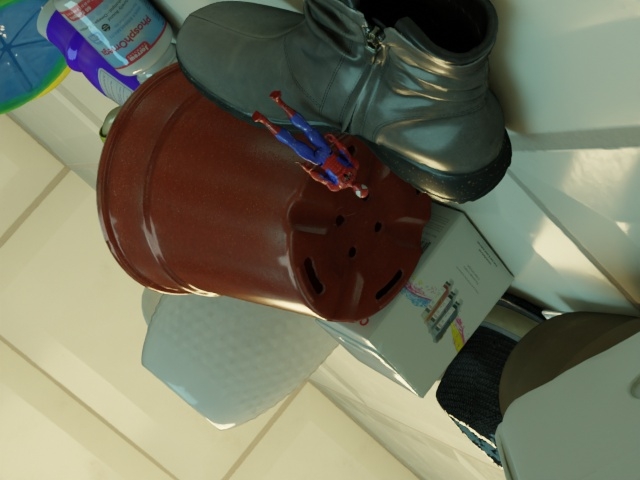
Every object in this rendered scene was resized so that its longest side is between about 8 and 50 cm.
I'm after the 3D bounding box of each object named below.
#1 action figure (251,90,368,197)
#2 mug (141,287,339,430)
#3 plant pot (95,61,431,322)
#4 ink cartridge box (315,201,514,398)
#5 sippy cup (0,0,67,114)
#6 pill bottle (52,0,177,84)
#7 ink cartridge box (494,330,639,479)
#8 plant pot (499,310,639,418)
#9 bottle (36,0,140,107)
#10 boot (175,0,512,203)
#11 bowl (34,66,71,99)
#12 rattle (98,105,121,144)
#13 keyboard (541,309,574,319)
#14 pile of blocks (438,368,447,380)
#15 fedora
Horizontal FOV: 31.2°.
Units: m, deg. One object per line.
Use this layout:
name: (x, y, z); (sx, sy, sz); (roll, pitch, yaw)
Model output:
action figure: (-0.003, -0.072, 0.929); (0.115, 0.038, 0.030); (40, 178, -23)
mug: (-0.143, 0.104, 1.836); (0.374, 0.328, 0.276); (29, 164, 44)
plant pot: (-0.047, -0.043, 1.197); (0.265, 0.272, 0.272); (17, 156, 44)
ink cartridge box: (0.096, 0.057, 1.273); (0.128, 0.176, 0.127); (26, 162, 51)
sippy cup: (-0.493, -0.329, 1.612); (0.224, 0.240, 0.305); (47, 133, 19)
pill bottle: (-0.233, -0.253, 1.358); (0.160, 0.087, 0.087); (46, 167, -31)
ink cartridge box: (0.336, 0.213, 0.764); (0.384, 0.279, 0.160); (46, -161, -32)
plant pot: (0.268, 0.162, 1.001); (0.263, 0.263, 0.229); (44, -178, -20)
bottle: (-0.251, -0.225, 1.510); (0.283, 0.092, 0.118); (36, 168, 17)
boot: (0.003, -0.172, 0.911); (0.338, 0.118, 0.222); (22, 159, 24)
bowl: (-0.564, -0.298, 1.886); (0.289, 0.156, 0.289); (21, 170, 4)
rattle: (-0.231, -0.196, 1.737); (0.200, 0.142, 0.130); (-24, 114, 37)
keyboard: (0.311, 0.100, 1.119); (0.072, 0.014, 0.256); (43, 163, -18)
pile of blocks: (0.096, 0.068, 1.501); (0.362, 0.149, 0.113); (36, 153, -31)
fedora: (0.256, 0.201, 1.381); (0.334, 0.152, 0.334); (38, 168, 9)
